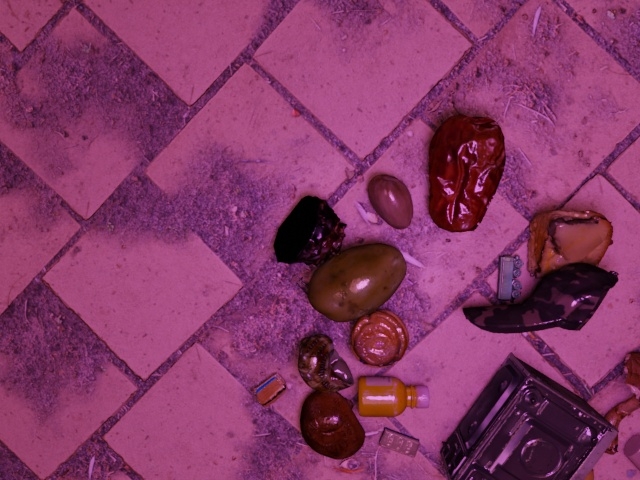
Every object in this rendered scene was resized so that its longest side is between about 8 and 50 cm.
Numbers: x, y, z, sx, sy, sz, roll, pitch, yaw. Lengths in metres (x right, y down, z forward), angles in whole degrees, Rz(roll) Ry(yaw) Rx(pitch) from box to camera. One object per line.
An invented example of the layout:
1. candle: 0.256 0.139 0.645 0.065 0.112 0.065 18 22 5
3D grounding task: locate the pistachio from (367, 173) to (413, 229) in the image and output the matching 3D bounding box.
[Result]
1. pistachio: 0.214 -0.115 1.654 0.126 0.108 0.185 -28 101 29

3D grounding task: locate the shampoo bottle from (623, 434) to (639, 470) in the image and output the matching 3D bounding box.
1. shampoo bottle: 1.058 0.701 1.687 0.257 0.078 0.127 35 96 -1

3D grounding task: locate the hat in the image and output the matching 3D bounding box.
1. hat: 0.617 0.164 1.576 0.382 0.366 0.257 14 81 21

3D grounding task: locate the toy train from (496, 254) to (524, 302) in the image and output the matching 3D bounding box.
1. toy train: 0.577 0.117 1.684 0.071 0.038 0.147 2 96 6

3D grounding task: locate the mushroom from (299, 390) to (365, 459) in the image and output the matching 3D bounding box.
1. mushroom: 0.029 0.581 1.710 0.194 0.138 0.231 -38 92 6

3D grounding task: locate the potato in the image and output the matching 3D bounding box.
1. potato: 0.107 0.122 1.626 0.305 0.216 0.215 -22 94 -2

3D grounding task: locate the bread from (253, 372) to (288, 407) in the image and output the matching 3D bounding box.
1. bread: -0.158 0.478 1.757 0.106 0.053 0.072 -37 69 4

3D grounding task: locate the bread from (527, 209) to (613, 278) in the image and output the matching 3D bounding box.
1. bread: 0.722 -0.005 1.604 0.205 0.162 0.262 5 139 2

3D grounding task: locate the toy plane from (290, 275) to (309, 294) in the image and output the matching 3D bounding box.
1. toy plane: -0.036 0.148 1.729 0.121 0.031 0.049 40 105 -4

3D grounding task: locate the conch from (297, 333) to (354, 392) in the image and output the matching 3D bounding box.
1. conch: 0.005 0.377 1.701 0.124 0.187 0.181 -28 56 25

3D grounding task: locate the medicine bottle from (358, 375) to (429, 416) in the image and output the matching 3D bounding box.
1. medicine bottle: 0.223 0.480 1.697 0.213 0.122 0.121 0 95 3

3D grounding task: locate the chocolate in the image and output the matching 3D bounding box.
1. chocolate: 0.000 0.000 1.651 0.177 0.206 0.224 26 114 -28

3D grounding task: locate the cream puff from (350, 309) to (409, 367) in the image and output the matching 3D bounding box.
1. cream puff: 0.182 0.297 1.678 0.189 0.129 0.188 4 106 15

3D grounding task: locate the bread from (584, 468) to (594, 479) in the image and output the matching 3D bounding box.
1. bread: 0.761 0.772 1.700 0.150 0.065 0.187 -2 108 -27

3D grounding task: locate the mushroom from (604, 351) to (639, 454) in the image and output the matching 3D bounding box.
1. mushroom: 0.927 0.472 1.640 0.302 0.208 0.232 -30 52 16

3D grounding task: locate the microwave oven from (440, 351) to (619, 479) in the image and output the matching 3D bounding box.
1. microwave oven: 0.600 0.598 1.623 0.333 0.247 0.394 32 96 -1

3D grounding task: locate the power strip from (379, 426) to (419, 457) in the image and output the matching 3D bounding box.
1. power strip: 0.252 0.642 1.755 0.123 0.032 0.056 19 97 1

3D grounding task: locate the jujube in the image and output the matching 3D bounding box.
1. jujube: 0.406 -0.188 1.598 0.217 0.216 0.341 6 108 3
